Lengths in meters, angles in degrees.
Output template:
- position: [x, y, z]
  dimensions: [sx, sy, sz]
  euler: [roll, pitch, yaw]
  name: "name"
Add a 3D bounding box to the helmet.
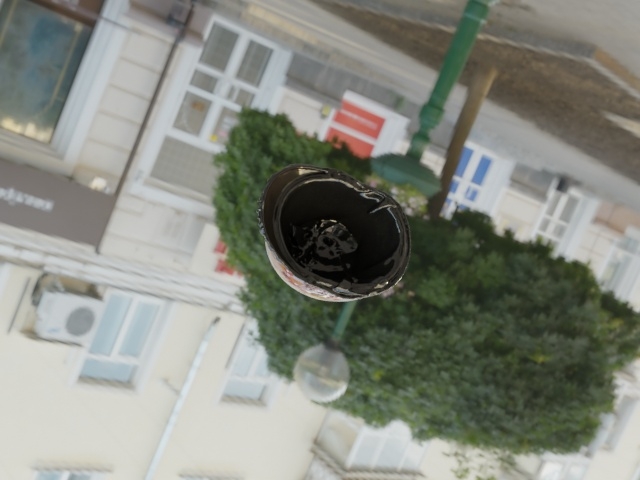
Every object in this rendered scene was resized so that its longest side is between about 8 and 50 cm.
- position: [-0.002, 0.000, 0.452]
  dimensions: [0.084, 0.065, 0.049]
  euler: [20, 155, -21]
  name: "helmet"
